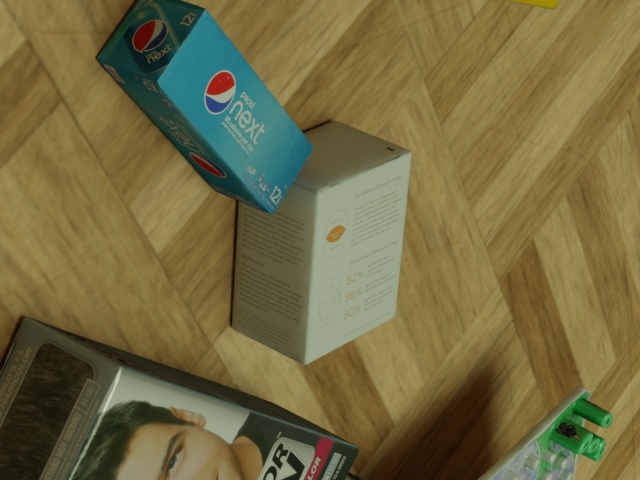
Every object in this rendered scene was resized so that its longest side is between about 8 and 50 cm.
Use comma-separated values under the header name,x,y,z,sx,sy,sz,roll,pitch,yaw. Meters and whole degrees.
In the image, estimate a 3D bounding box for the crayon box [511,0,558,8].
name,x,y,z,sx,sy,sz,roll,pitch,yaw
crayon box,0.139,-0.394,1.579,0.313,0.106,0.362,-1,110,-54

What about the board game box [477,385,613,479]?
name,x,y,z,sx,sy,sz,roll,pitch,yaw
board game box,0.170,0.399,1.988,0.390,0.050,0.390,-36,143,-39

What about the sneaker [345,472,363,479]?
name,x,y,z,sx,sy,sz,roll,pitch,yaw
sneaker,0.011,0.367,1.874,0.118,0.110,0.292,-19,124,-37

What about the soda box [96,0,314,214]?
name,x,y,z,sx,sy,sz,roll,pitch,yaw
soda box,-0.086,-0.106,1.479,0.071,0.067,0.210,-58,146,-13

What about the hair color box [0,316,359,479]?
name,x,y,z,sx,sy,sz,roll,pitch,yaw
hair color box,-0.134,0.204,1.559,0.374,0.114,0.185,27,88,-56

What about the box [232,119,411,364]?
name,x,y,z,sx,sy,sz,roll,pitch,yaw
box,0.000,0.000,1.640,0.130,0.091,0.170,-24,128,-44
